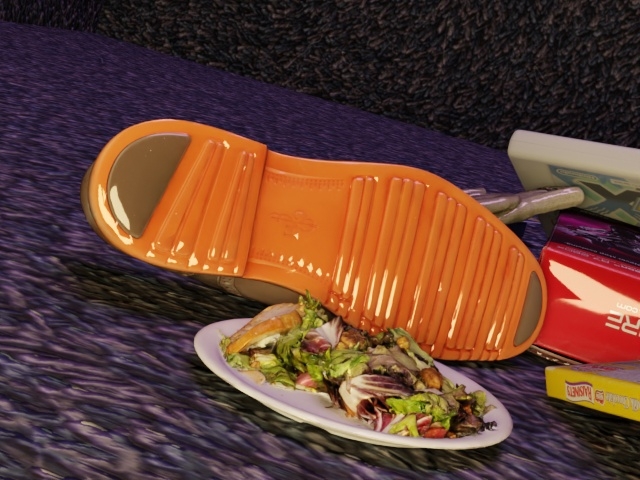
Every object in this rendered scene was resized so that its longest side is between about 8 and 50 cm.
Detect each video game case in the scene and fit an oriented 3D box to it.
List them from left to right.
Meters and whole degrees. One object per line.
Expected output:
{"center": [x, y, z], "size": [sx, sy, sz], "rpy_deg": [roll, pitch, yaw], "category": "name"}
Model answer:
{"center": [0.389, -0.011, 1.265], "size": [0.329, 0.036, 0.300], "rpy_deg": [13, -18, 27], "category": "video game case"}

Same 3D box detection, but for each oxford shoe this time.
{"center": [0.000, 0.000, 0.876], "size": [0.364, 0.130, 0.133], "rpy_deg": [21, -9, -18], "category": "oxford shoe"}

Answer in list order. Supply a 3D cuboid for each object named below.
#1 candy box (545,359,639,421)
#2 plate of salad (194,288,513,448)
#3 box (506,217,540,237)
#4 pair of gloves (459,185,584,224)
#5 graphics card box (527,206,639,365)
{"center": [0.228, 0.095, 0.748], "size": [0.105, 0.027, 0.206], "rpy_deg": [-5, -1, -9], "category": "candy box"}
{"center": [0.023, 0.075, 0.714], "size": [0.200, 0.048, 0.200], "rpy_deg": [15, 10, -3], "category": "plate of salad"}
{"center": [0.178, -0.045, 1.571], "size": [0.136, 0.036, 0.225], "rpy_deg": [5, 13, -41], "category": "box"}
{"center": [0.130, -0.028, 1.238], "size": [0.204, 0.042, 0.240], "rpy_deg": [-9, 6, -28], "category": "pair of gloves"}
{"center": [0.312, 0.057, 1.081], "size": [0.233, 0.094, 0.371], "rpy_deg": [18, 10, 12], "category": "graphics card box"}
